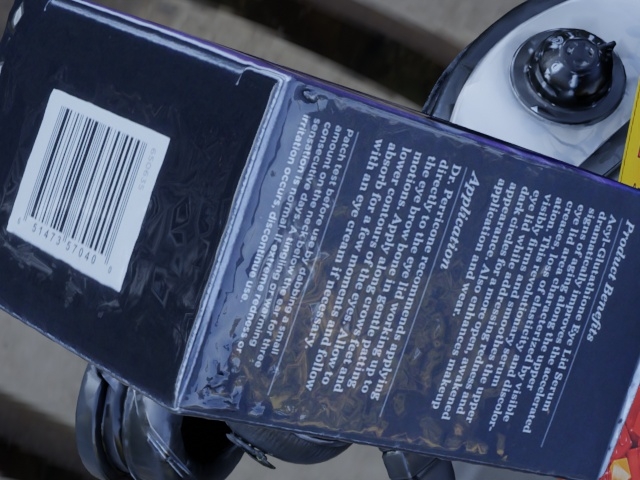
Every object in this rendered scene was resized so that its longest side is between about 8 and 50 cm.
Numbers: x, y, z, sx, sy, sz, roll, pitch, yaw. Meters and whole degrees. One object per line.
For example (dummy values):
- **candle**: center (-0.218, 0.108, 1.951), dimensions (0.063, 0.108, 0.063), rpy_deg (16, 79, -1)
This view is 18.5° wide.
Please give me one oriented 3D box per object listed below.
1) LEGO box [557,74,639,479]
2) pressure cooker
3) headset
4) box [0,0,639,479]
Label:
- **LEGO box**: center (0.338, 0.076, 0.903), dimensions (0.193, 0.500, 0.372), rpy_deg (4, 103, -26)
- **pressure cooker**: center (0.218, 0.016, 1.428), dimensions (0.375, 0.420, 0.370), rpy_deg (7, 66, -3)
- **headset**: center (-0.072, 0.095, 1.248), dimensions (0.185, 0.243, 0.394), rpy_deg (-31, 99, -52)
- **box**: center (0.000, 0.000, 0.684), dimensions (0.207, 0.153, 0.108), rpy_deg (14, 97, -43)
